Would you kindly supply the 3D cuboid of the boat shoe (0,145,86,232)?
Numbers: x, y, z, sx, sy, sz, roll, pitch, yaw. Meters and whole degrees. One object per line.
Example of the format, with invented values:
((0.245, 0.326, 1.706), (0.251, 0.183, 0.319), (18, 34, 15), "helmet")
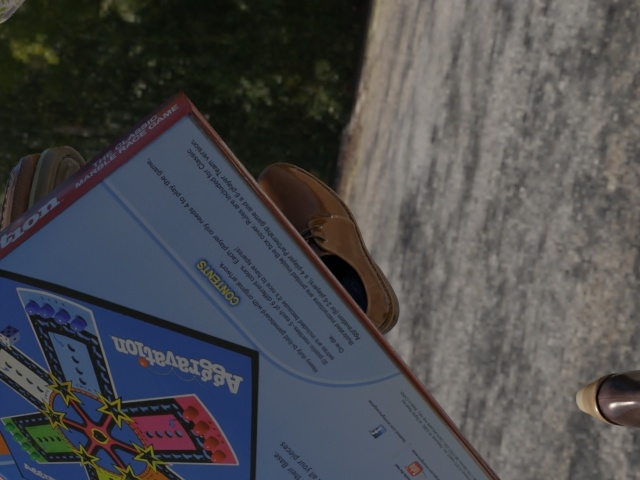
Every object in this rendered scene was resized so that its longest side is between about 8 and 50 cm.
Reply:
((-0.229, 0.082, 0.792), (0.110, 0.104, 0.308), (25, -115, -72), "boat shoe")

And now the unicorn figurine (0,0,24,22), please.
((-0.193, -0.184, 0.681), (0.162, 0.111, 0.060), (-49, 0, -15), "unicorn figurine")

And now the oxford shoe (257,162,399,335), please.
((0.000, 0.000, 1.046), (0.076, 0.212, 0.076), (-42, -21, 11), "oxford shoe")

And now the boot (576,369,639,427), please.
((0.469, 0.201, 1.329), (0.207, 0.248, 0.090), (155, 115, -70), "boot")

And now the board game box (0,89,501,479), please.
((-0.027, 0.089, 0.438), (0.281, 0.145, 0.027), (51, -179, -31), "board game box")
